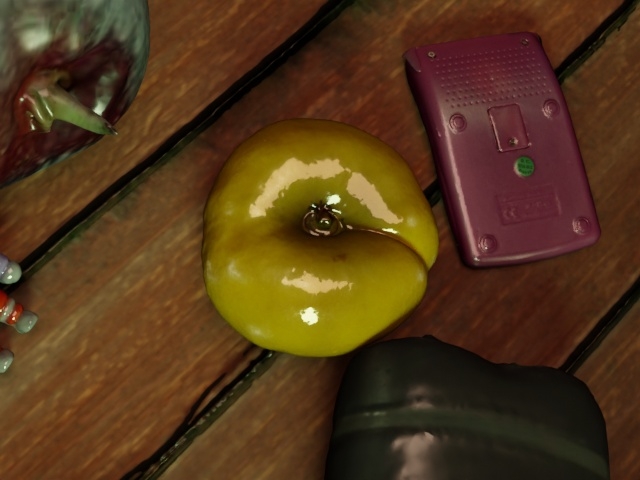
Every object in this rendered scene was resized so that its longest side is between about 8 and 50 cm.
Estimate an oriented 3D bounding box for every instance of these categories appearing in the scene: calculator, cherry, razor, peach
[{"bbox_3d":[0.148,-0.076,0.979,0.127,0.034,0.190,-11,76,-18],"label":"calculator"},{"bbox_3d":[-0.241,-0.149,0.806,0.296,0.218,0.255,45,54,12],"label":"cherry"},{"bbox_3d":[0.092,0.245,0.817,0.204,0.113,0.349,11,70,-13],"label":"razor"},{"bbox_3d":[0.000,0.000,0.880,0.179,0.103,0.179,5,70,-13],"label":"peach"}]

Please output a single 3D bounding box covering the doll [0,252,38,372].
[{"bbox_3d":[-0.301,0.014,0.822,0.227,0.075,0.102,34,77,-14],"label":"doll"}]
